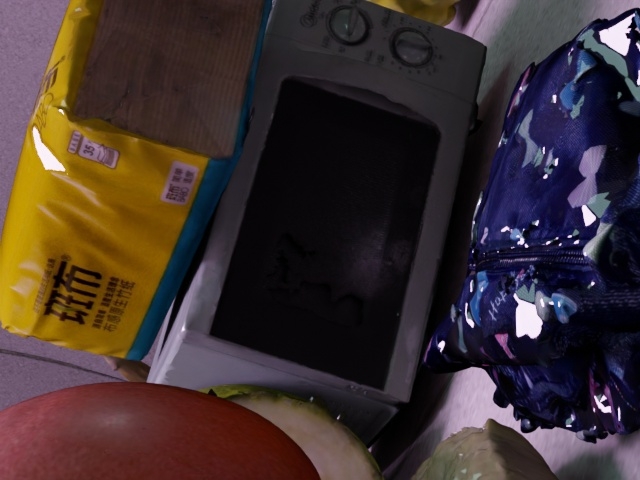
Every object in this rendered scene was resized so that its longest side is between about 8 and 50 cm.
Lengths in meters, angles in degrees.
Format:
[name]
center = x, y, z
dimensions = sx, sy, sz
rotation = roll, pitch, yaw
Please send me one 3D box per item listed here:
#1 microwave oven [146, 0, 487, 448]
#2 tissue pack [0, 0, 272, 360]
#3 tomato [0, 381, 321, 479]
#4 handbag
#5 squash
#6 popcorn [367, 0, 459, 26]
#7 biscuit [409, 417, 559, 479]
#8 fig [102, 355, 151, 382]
[microwave oven]
center = 0.000, 0.000, 1.302
dimensions = 0.237, 0.181, 0.295
rotation = 119, 166, -62
[tissue pack]
center = -0.134, -0.064, 1.213
dimensions = 0.271, 0.134, 0.192
rotation = 118, 167, -52
[tomato]
center = -0.103, 0.195, 0.883
dimensions = 0.256, 0.224, 0.255
rotation = 15, -90, -82
[handbag]
center = 0.117, 0.001, 0.740
dimensions = 0.260, 0.113, 0.162
rotation = 147, 147, -80
[squash]
center = -0.052, 0.184, 1.247
dimensions = 0.260, 0.189, 0.189
rotation = 155, 132, -87
[popcorn]
center = 0.061, -0.282, 1.530
dimensions = 0.255, 0.195, 0.256
rotation = -32, 40, 63
[biscuit]
center = 0.044, 0.209, 0.878
dimensions = 0.179, 0.084, 0.281
rotation = -90, 19, -68
[fig]
center = -0.071, 0.140, 1.449
dimensions = 0.143, 0.230, 0.160
rotation = -30, 4, 1
